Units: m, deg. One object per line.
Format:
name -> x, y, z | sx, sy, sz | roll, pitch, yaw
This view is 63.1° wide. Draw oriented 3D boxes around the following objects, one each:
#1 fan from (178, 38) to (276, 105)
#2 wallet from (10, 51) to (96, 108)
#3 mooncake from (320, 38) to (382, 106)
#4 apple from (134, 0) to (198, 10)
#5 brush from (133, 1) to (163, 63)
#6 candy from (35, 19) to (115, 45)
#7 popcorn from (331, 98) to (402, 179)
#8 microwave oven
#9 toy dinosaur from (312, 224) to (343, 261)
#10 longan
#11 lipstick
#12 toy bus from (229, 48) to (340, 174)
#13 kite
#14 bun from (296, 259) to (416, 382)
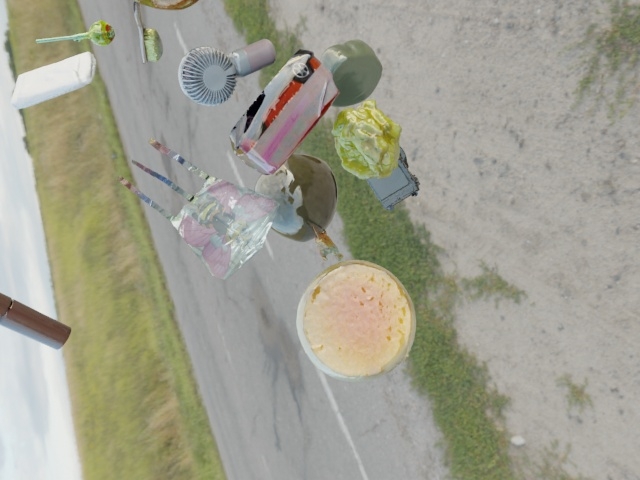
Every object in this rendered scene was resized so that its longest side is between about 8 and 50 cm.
fan -> -0.210, -0.401, 1.214 | 0.074, 0.244, 0.130 | 29, 143, 50
wallet -> -0.574, -0.348, 1.123 | 0.032, 0.182, 0.124 | 67, -173, -50
mooncake -> 0.099, -0.633, 1.976 | 0.135, 0.274, 0.275 | 60, 150, 25
apple -> -0.293, -0.524, 0.935 | 0.196, 0.195, 0.196 | 37, 133, 55
brush -> -0.497, -0.606, 1.508 | 0.313, 0.067, 0.072 | 143, 123, -75
candy -> -0.613, -0.510, 1.302 | 0.062, 0.193, 0.058 | -98, 2, -48
popcorn -> 0.124, -0.246, 1.290 | 0.198, 0.155, 0.198 | 50, 162, 23
microwave oven -> 0.277, -0.282, 2.138 | 0.248, 0.188, 0.178 | 55, -164, -22
toy dinosaur -> 0.000, 0.001, 1.491 | 0.142, 0.057, 0.212 | 52, -178, -42
longan -> -0.074, -0.145, 1.692 | 0.350, 0.288, 0.289 | -109, 13, -78
lipstick -> -0.647, 0.110, 0.987 | 0.356, 0.057, 0.057 | 41, 178, -35
toy bus -> -0.085, -0.299, 1.242 | 0.147, 0.303, 0.127 | 41, 170, -12
kite -> -0.263, -0.084, 1.112 | 0.360, 0.204, 0.022 | 37, 176, 13
bun -> 0.089, 0.204, 1.304 | 0.165, 0.298, 0.299 | 95, 159, -77
